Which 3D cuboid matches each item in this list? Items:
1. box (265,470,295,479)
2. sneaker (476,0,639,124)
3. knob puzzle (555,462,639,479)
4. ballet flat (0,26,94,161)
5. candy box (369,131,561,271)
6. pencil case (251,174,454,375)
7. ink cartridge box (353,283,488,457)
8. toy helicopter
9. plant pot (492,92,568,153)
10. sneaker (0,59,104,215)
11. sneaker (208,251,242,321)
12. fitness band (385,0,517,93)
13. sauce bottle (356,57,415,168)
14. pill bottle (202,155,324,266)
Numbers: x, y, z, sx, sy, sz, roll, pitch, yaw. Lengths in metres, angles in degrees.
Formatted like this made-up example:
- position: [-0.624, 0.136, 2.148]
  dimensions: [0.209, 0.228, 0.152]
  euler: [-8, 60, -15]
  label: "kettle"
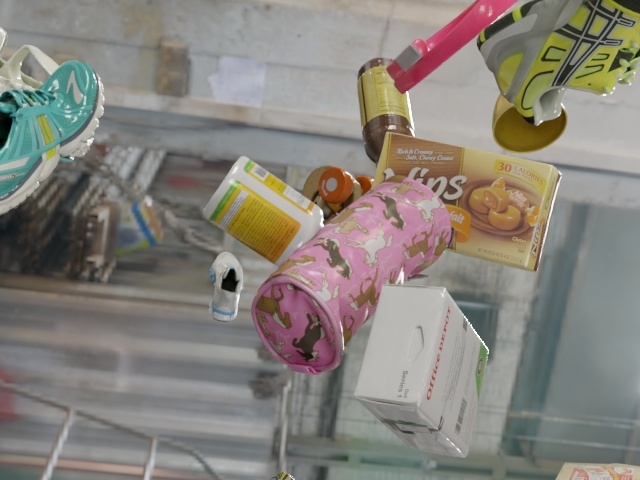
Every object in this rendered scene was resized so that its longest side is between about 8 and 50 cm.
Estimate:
- position: [-0.077, 0.421, 1.427]
  dimensions: [0.054, 0.059, 0.169]
  euler: [-37, -164, 40]
  label: "box"
- position: [0.363, -0.263, 1.184]
  dimensions: [0.384, 0.145, 0.147]
  euler: [-25, -91, 55]
  label: "sneaker"
- position: [0.522, 0.428, 1.744]
  dimensions: [0.213, 0.213, 0.030]
  euler: [160, -71, -85]
  label: "knob puzzle"
- position: [-0.529, -0.281, 1.652]
  dimensions: [0.147, 0.409, 0.147]
  euler: [-53, 166, -19]
  label: "ballet flat"
- position: [0.247, -0.071, 1.753]
  dimensions: [0.087, 0.316, 0.183]
  euler: [20, 85, -64]
  label: "candy box"
- position: [0.054, 0.045, 1.484]
  dimensions: [0.386, 0.167, 0.160]
  euler: [-38, 172, -48]
  label: "pencil case"
- position: [0.137, 0.171, 1.285]
  dimensions: [0.219, 0.092, 0.160]
  euler: [50, 50, -53]
  label: "ink cartridge box"
- position: [0.000, 0.000, 2.323]
  dimensions: [0.140, 0.235, 0.355]
  euler: [11, 81, -51]
  label: "toy helicopter"
- position: [0.369, -0.238, 1.784]
  dimensions: [0.134, 0.134, 0.095]
  euler: [101, -13, -49]
  label: "plant pot"
- position: [-0.371, -0.149, 1.261]
  dimensions: [0.110, 0.107, 0.275]
  euler: [72, 34, -41]
  label: "sneaker"
- position: [-0.183, 0.075, 1.993]
  dimensions: [0.191, 0.071, 0.083]
  euler: [-98, -157, -53]
  label: "sneaker"
- position: [0.206, -0.317, 1.516]
  dimensions: [0.054, 0.209, 0.291]
  euler: [53, -12, -4]
  label: "fitness band"
- position: [0.137, -0.230, 2.033]
  dimensions: [0.111, 0.111, 0.344]
  euler: [102, -11, -50]
  label: "sauce bottle"
- position: [-0.082, -0.034, 1.819]
  dimensions: [0.136, 0.245, 0.136]
  euler: [-55, -175, 8]
  label: "pill bottle"
